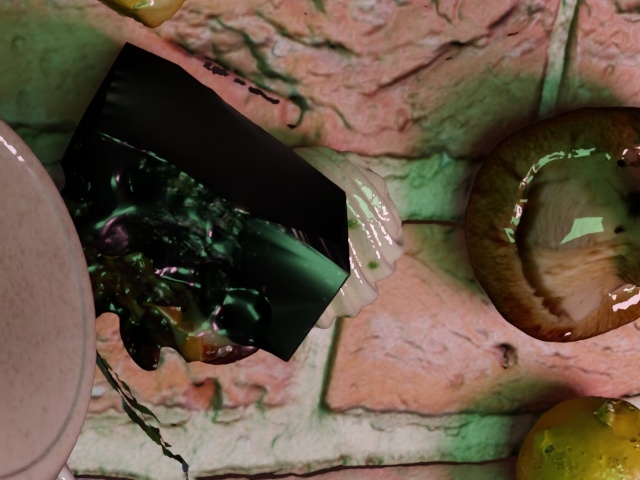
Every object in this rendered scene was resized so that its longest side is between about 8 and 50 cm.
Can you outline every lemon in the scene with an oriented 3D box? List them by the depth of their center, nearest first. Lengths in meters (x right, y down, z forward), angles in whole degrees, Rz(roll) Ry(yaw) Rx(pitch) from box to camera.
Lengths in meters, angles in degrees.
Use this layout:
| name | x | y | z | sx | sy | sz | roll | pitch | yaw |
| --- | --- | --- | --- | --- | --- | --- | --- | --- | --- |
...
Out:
| name | x | y | z | sx | sy | sz | roll | pitch | yaw |
| --- | --- | --- | --- | --- | --- | --- | --- | --- | --- |
| lemon | 0.296 | 0.260 | 1.472 | 0.173 | 0.173 | 0.206 | -28 | 115 | -8 |

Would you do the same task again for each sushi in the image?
| name | x | y | z | sx | sy | sz | roll | pitch | yaw |
| --- | --- | --- | --- | --- | --- | --- | --- | --- | --- |
| sushi | -0.121 | -0.006 | 1.171 | 0.227 | 0.215 | 0.212 | 30 | 114 | -14 |

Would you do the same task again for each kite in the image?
| name | x | y | z | sx | sy | sz | roll | pitch | yaw |
| --- | --- | --- | --- | --- | --- | --- | --- | --- | --- |
| kite | -0.194 | 0.090 | 1.145 | 0.015 | 0.310 | 0.169 | -36 | 126 | -13 |

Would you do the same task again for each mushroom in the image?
| name | x | y | z | sx | sy | sz | roll | pitch | yaw |
| --- | --- | --- | --- | --- | --- | --- | --- | --- | --- |
| mushroom | 0.272 | -0.003 | 1.357 | 0.267 | 0.254 | 0.267 | 3 | 118 | 6 |

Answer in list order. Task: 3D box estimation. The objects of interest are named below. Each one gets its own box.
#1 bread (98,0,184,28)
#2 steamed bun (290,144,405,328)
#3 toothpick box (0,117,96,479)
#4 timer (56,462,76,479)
| name | x | y | z | sx | sy | sz | roll | pitch | yaw |
| --- | --- | --- | --- | --- | --- | --- | --- | --- | --- |
| bread | -0.116 | -0.325 | 1.116 | 0.167 | 0.132 | 0.294 | 31 | 98 | -27 |
| steamed bun | 0.000 | 0.000 | 1.299 | 0.183 | 0.106 | 0.183 | -8 | 114 | -17 |
| toothpick box | -0.418 | 0.081 | 0.989 | 0.425 | 0.409 | 0.409 | -14 | 120 | 24 |
| timer | -0.322 | 0.319 | 1.309 | 0.237 | 0.087 | 0.262 | -26 | 117 | -10 |
